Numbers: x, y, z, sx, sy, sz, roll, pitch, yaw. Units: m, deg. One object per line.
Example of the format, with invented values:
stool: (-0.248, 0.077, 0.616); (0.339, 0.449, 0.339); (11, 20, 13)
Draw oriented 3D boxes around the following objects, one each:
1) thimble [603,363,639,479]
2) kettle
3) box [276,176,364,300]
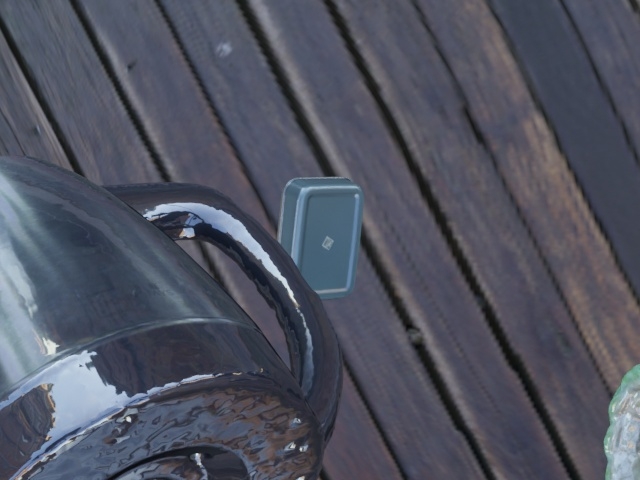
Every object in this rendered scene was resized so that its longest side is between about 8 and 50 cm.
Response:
thimble: (0.392, 0.216, 1.303); (0.150, 0.219, 0.219); (5, 87, -26)
kettle: (-0.133, 0.045, 0.727); (0.250, 0.207, 0.271); (-34, 53, -7)
box: (0.000, 0.000, 1.320); (0.091, 0.031, 0.126); (-1, 104, -37)
